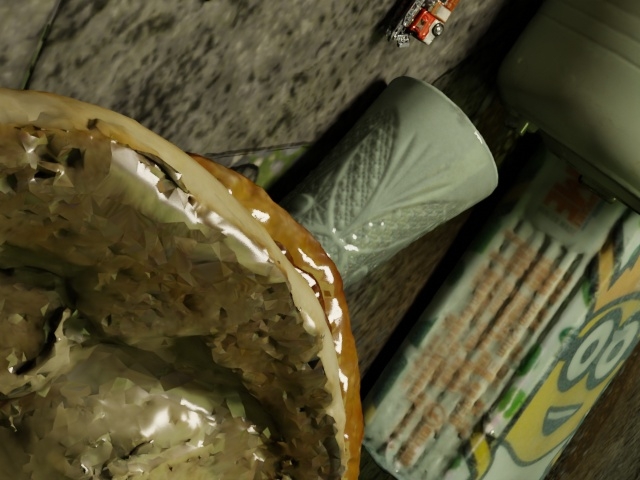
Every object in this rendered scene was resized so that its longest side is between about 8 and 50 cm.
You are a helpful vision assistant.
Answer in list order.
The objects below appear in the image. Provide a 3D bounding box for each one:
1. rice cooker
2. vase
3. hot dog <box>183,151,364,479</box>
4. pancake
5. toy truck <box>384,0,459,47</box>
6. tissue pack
[{"bbox_3d":[0.258,-0.130,1.193,0.244,0.226,0.226,-58,156,6],"label":"rice cooker"},{"bbox_3d":[0.000,0.000,1.076,0.219,0.096,0.096,-40,154,-16],"label":"vase"},{"bbox_3d":[-0.124,0.135,0.912,0.267,0.174,0.387,7,122,-29],"label":"hot dog"},{"bbox_3d":[-0.172,0.103,0.729,0.387,0.082,0.387,-8,122,-12],"label":"pancake"},{"bbox_3d":[0.071,-0.152,1.062,0.032,0.024,0.083,30,97,-44],"label":"toy truck"},{"bbox_3d":[0.182,0.067,1.443,0.311,0.128,0.228,-57,158,14],"label":"tissue pack"}]
